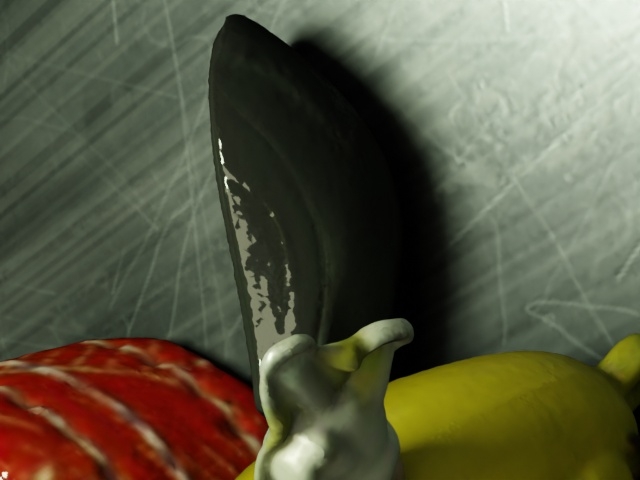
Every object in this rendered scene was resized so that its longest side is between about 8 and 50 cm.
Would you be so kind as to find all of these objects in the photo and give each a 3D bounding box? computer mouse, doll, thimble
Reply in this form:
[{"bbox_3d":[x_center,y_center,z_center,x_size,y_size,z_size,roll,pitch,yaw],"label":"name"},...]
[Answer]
[{"bbox_3d":[0.000,0.000,0.816,0.088,0.147,0.264,-5,98,14],"label":"computer mouse"},{"bbox_3d":[-0.020,0.180,0.681,0.423,0.348,0.161,-49,58,7],"label":"doll"},{"bbox_3d":[-0.161,0.242,0.919,0.350,0.230,0.350,8,105,32],"label":"thimble"}]
